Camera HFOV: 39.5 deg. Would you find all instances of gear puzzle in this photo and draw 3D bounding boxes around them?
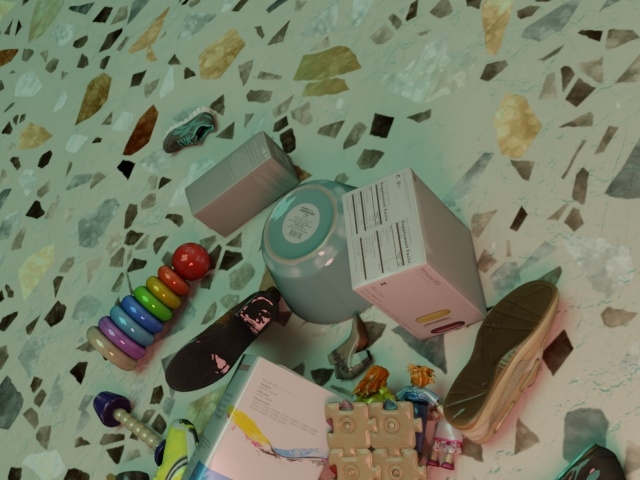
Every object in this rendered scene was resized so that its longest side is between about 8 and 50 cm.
[{"bbox_3d":[0.104,0.438,1.516,0.175,0.044,0.339,-5,87,21],"label":"gear puzzle"}]

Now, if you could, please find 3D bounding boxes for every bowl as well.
[{"bbox_3d":[0.000,0.000,1.834,0.311,0.163,0.312,-17,57,27],"label":"bowl"}]

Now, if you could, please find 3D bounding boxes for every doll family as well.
[{"bbox_3d":[0.142,0.301,1.583,0.263,0.118,0.163,2,68,34],"label":"doll family"}]

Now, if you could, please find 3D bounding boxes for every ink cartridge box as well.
[{"bbox_3d":[-0.102,0.367,1.620,0.270,0.197,0.198,-64,9,-11],"label":"ink cartridge box"}]

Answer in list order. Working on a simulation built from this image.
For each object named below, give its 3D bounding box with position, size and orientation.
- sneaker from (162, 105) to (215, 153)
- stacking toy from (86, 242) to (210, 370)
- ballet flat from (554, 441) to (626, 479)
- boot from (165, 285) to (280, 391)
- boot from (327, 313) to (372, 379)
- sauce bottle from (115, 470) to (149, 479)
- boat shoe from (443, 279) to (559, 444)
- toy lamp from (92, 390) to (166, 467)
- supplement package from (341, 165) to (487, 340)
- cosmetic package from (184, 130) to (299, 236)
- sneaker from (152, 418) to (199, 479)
[{"bbox_3d":[-0.341,-0.275,2.309,0.166,0.065,0.076,-39,52,13],"label":"sneaker"},{"bbox_3d":[-0.384,0.137,2.063,0.330,0.141,0.141,-49,47,-6],"label":"stacking toy"},{"bbox_3d":[0.356,0.431,1.377,0.280,0.095,0.096,-42,60,8],"label":"ballet flat"},{"bbox_3d":[-0.191,0.188,1.797,0.264,0.096,0.280,-48,3,-2],"label":"boot"},{"bbox_3d":[0.053,0.213,1.753,0.087,0.042,0.118,-29,51,22],"label":"boot"},{"bbox_3d":[-0.382,0.635,1.773,0.111,0.111,0.344,-23,54,23],"label":"sauce bottle"},{"bbox_3d":[0.323,0.206,1.527,0.109,0.098,0.302,16,68,50],"label":"boat shoe"},{"bbox_3d":[-0.408,0.407,1.948,0.274,0.080,0.080,23,79,43],"label":"toy lamp"},{"bbox_3d":[0.173,0.031,1.621,0.145,0.262,0.204,-23,54,25],"label":"supplement package"},{"bbox_3d":[-0.183,-0.127,2.064,0.238,0.127,0.107,-32,50,15],"label":"cosmetic package"},{"bbox_3d":[-0.295,0.527,1.724,0.147,0.145,0.385,-3,56,-1],"label":"sneaker"}]
